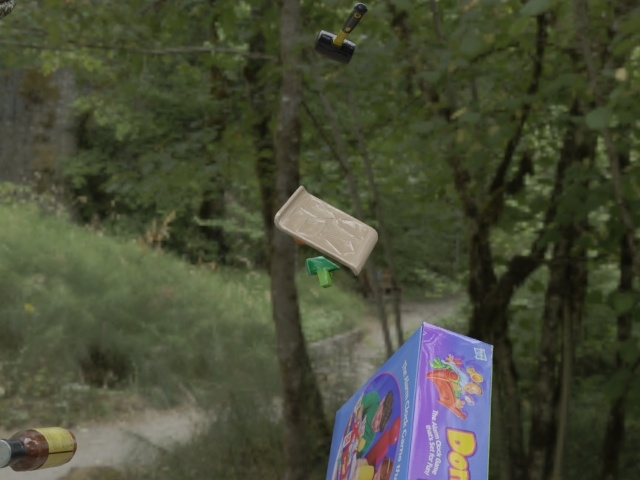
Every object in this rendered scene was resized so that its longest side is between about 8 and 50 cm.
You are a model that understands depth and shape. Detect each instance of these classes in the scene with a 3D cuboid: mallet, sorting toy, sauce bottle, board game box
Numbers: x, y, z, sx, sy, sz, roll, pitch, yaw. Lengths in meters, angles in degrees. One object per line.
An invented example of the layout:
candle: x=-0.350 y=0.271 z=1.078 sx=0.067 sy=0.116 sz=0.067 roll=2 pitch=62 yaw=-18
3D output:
mallet: x=0.045 y=-0.303 z=1.273 sx=0.062 sy=0.039 sz=0.189 roll=21 pitch=-9 yaw=-16
sorting toy: x=0.000 y=0.000 z=0.533 sx=0.062 sy=0.012 sz=0.083 roll=33 pitch=30 yaw=1
sauce bottle: x=-0.282 y=0.203 z=0.846 sx=0.042 sy=0.042 sz=0.128 roll=1 pitch=-12 yaw=9
board game box: x=0.066 y=0.285 z=0.818 sx=0.078 sy=0.347 sz=0.233 roll=19 pitch=-37 yaw=-11

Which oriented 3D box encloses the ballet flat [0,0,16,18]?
ballet flat: x=-0.618 y=-0.328 z=1.257 sx=0.182 sy=0.164 sz=0.483 roll=-45 pitch=3 yaw=18
